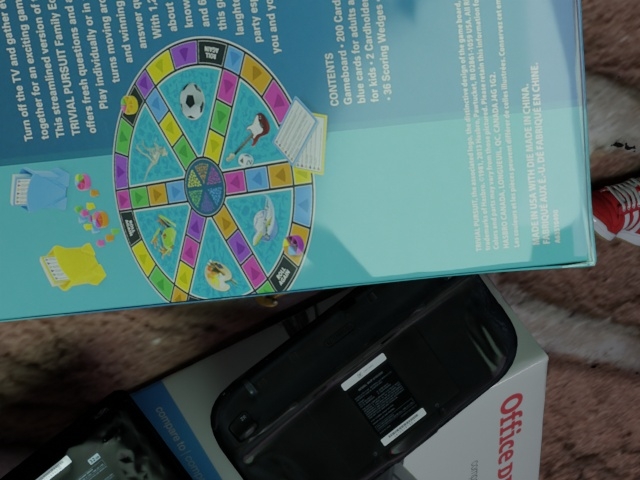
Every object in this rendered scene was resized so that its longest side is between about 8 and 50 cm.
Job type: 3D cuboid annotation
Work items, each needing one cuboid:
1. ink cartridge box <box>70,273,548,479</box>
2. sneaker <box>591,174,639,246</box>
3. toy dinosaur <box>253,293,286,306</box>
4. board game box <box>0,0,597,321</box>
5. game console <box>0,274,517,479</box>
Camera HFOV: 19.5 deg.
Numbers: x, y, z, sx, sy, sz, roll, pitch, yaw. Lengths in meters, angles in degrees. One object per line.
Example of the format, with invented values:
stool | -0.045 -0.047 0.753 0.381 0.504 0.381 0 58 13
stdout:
ink cartridge box | 0.000 0.163 1.319 0.307 0.129 0.223 -26 145 -15
sneaker | 0.230 -0.032 1.364 0.067 0.042 0.118 -45 155 21
toy dinosaur | 0.000 0.000 1.136 0.112 0.064 0.211 -23 155 -26
board game box | -0.067 -0.101 0.744 0.336 0.079 0.254 -5 117 3
game console | -0.024 0.149 1.163 0.361 0.044 0.213 -37 104 -12
